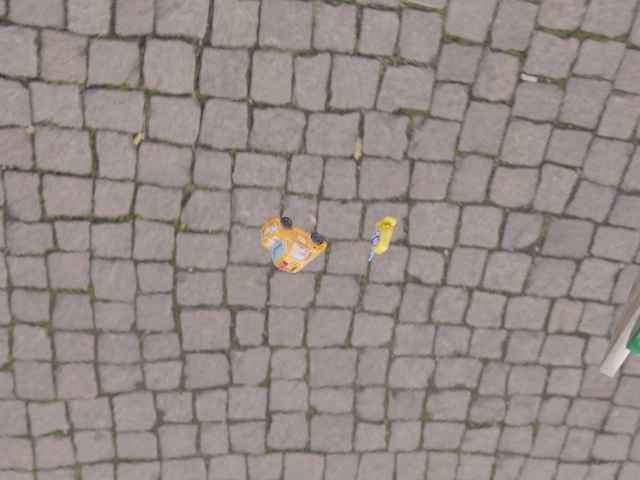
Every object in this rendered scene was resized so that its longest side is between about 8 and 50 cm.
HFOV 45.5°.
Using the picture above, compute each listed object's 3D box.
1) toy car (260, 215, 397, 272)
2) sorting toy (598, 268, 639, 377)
[{"bbox_3d":[0.000,0.000,0.648,0.122,0.041,0.060,-17,135,42],"label":"toy car"},{"bbox_3d":[0.282,0.025,0.596,0.046,0.274,0.132,27,138,17],"label":"sorting toy"}]
